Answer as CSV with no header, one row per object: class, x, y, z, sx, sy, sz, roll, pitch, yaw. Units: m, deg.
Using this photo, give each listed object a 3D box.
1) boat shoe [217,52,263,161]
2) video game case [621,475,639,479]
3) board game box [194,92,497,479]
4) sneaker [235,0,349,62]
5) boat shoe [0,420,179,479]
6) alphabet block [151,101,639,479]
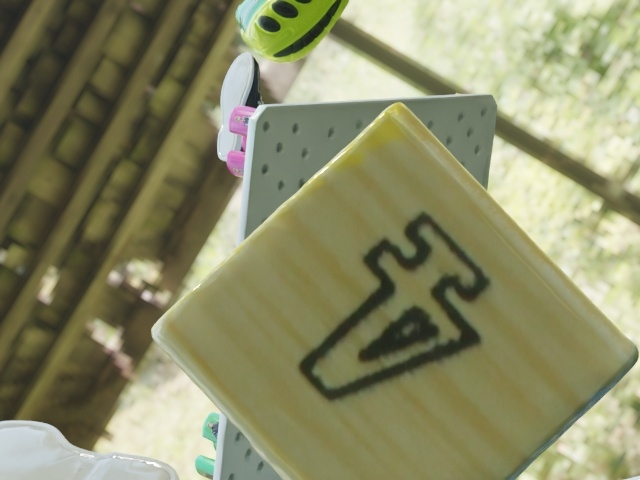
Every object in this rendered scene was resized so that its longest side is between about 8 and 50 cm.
boat shoe,-0.080,-0.138,1.889,0.046,0.038,0.125,-18,60,44
video game case,0.205,0.265,1.253,0.026,0.227,0.206,54,-153,-43
board game box,0.031,0.042,1.846,0.390,0.050,0.390,-8,-71,-49
sneaker,0.017,-0.325,1.992,0.295,0.109,0.123,-40,38,-9
boat shoe,-0.179,0.180,1.244,0.075,0.206,0.065,-48,-45,-41
alphabet block,0.042,0.063,1.044,0.193,0.197,0.192,-43,-5,-4
